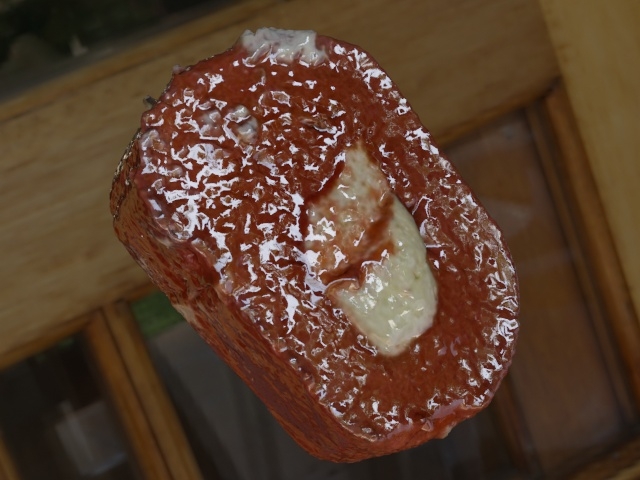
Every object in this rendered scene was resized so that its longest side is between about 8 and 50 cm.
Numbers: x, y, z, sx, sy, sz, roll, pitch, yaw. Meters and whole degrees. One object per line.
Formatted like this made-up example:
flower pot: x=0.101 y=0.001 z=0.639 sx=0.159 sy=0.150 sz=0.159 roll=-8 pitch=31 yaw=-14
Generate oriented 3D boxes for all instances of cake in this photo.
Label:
cake: x=0.000 y=0.000 z=0.918 sx=0.177 sy=0.283 sz=0.151 roll=-42 pitch=1 yaw=-17
